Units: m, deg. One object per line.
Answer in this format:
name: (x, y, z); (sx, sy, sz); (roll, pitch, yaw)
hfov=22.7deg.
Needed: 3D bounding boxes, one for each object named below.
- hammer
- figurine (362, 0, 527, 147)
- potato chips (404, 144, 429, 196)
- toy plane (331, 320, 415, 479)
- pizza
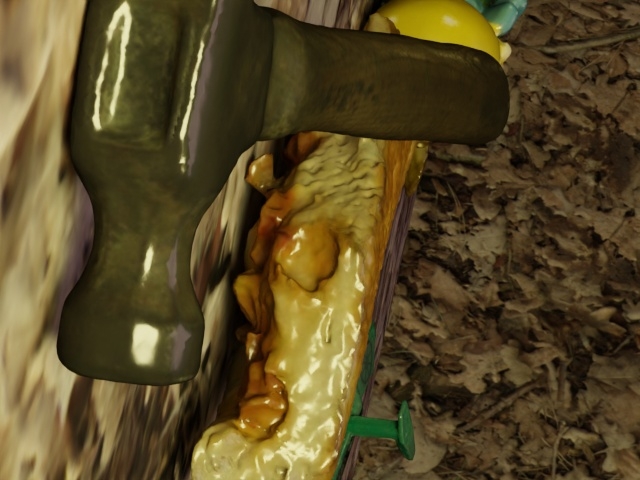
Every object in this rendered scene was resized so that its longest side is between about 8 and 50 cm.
hammer: (0.016, -0.056, 0.601); (0.440, 0.044, 0.168); (-11, 112, -74)
figurine: (0.084, -0.139, 1.251); (0.185, 0.127, 0.234); (108, -12, -50)
potato chips: (0.144, -0.230, 1.891); (0.057, 0.080, 0.407); (122, -8, -58)
toy plane: (-0.011, 0.197, 1.018); (0.381, 0.106, 0.155); (-67, 157, -43)
pizza: (0.000, 0.000, 0.795); (0.365, 0.074, 0.182); (-73, 174, -48)
